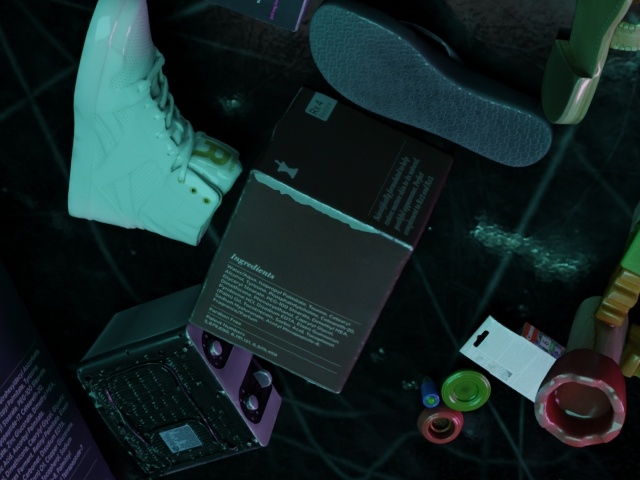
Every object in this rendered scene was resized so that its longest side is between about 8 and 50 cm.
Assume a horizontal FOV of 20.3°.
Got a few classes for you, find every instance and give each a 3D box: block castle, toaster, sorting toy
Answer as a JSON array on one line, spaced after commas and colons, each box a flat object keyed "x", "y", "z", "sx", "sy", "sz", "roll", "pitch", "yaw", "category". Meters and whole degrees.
[{"x": 0.409, "y": 0.044, "z": 1.580, "sx": 0.303, "sy": 0.213, "sz": 0.453, "roll": 25, "pitch": 127, "yaw": 2, "category": "block castle"}, {"x": -0.154, "y": 0.156, "z": 1.914, "sx": 0.185, "sy": 0.110, "sz": 0.168, "roll": -20, "pitch": 114, "yaw": 29, "category": "toaster"}, {"x": 0.133, "y": 0.163, "z": 1.870, "sx": 0.061, "sy": 0.042, "sz": 0.102, "roll": 24, "pitch": 117, "yaw": -17, "category": "sorting toy"}]

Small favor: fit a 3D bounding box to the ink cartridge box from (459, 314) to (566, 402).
[{"x": 0.206, "y": 0.118, "z": 1.816, "sx": 0.115, "sy": 0.029, "sz": 0.063, "roll": 34, "pitch": 127, "yaw": -4, "category": "ink cartridge box"}]

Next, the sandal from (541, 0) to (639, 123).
[{"x": 0.268, "y": -0.199, "z": 1.567, "sx": 0.079, "sy": 0.088, "sz": 0.240, "roll": 0, "pitch": 137, "yaw": -19, "category": "sandal"}]

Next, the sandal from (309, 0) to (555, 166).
[{"x": 0.100, "y": -0.149, "z": 1.665, "sx": 0.254, "sy": 0.054, "sz": 0.097, "roll": 29, "pitch": 135, "yaw": -13, "category": "sandal"}]

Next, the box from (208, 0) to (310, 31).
[{"x": -0.032, "y": -0.331, "z": 1.509, "sx": 0.142, "sy": 0.163, "sz": 0.247, "roll": 22, "pitch": 127, "yaw": 0, "category": "box"}]

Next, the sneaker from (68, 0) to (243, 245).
[{"x": -0.149, "y": -0.118, "z": 1.739, "sx": 0.169, "sy": 0.108, "sz": 0.292, "roll": 17, "pitch": 136, "yaw": 6, "category": "sneaker"}]

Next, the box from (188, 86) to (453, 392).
[{"x": 0.000, "y": 0.000, "z": 1.719, "sx": 0.167, "sy": 0.168, "sz": 0.203, "roll": 26, "pitch": 128, "yaw": 2, "category": "box"}]

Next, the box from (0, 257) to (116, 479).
[{"x": -0.529, "y": 0.272, "z": 1.998, "sx": 0.480, "sy": 0.297, "sz": 0.472, "roll": -12, "pitch": 116, "yaw": 26, "category": "box"}]
